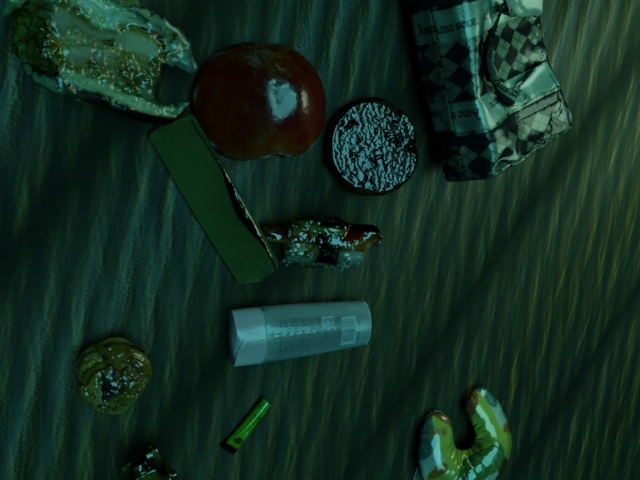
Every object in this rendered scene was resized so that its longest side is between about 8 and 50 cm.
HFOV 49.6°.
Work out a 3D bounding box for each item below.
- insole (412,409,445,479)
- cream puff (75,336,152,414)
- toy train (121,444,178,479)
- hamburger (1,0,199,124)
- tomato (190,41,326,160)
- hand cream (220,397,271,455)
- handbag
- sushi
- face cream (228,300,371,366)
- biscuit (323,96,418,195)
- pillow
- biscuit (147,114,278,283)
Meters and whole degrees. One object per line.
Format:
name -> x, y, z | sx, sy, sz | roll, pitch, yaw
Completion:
insole -> 0.242, 0.481, 1.518 | 0.080, 0.003, 0.231 | 3, 100, -24
cream puff -> -0.347, 0.230, 1.161 | 0.120, 0.104, 0.133 | 9, 98, -31
toy train -> -0.274, 0.461, 1.220 | 0.090, 0.137, 0.225 | -25, 106, -13
hamburger -> -0.335, -0.288, 1.022 | 0.288, 0.192, 0.167 | 14, 102, -51
tomato -> -0.090, -0.234, 1.154 | 0.233, 0.140, 0.200 | -11, 98, -21
hand cream -> -0.140, 0.353, 1.317 | 0.036, 0.023, 0.122 | 41, 87, -28
handbag -> 0.336, -0.352, 1.307 | 0.317, 0.180, 0.415 | -24, 108, -30
sushi -> -0.001, 0.004, 1.267 | 0.226, 0.097, 0.103 | 7, 92, -10
face cream -> -0.038, 0.167, 1.294 | 0.270, 0.073, 0.107 | -4, 97, -23
biscuit -> 0.096, -0.173, 1.300 | 0.192, 0.049, 0.192 | -2, 98, -17
pillow -> 0.312, 0.448, 1.503 | 0.233, 0.086, 0.214 | -22, 98, -18
biscuit -> -0.174, -0.065, 1.190 | 0.099, 0.038, 0.322 | -20, 113, 23
